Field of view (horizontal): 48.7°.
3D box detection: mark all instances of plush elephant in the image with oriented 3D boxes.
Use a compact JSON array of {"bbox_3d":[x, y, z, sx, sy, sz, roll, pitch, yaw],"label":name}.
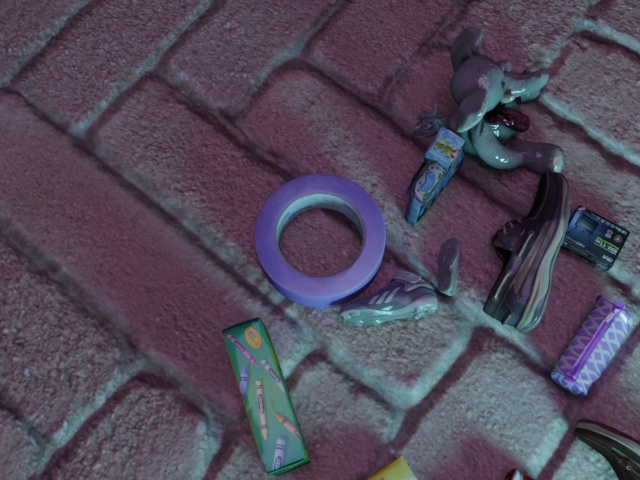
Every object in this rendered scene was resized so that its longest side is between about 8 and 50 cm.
[{"bbox_3d":[0.368,-0.303,1.507,0.329,0.255,0.272,0,71,3],"label":"plush elephant"}]

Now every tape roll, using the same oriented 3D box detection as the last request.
[{"bbox_3d":[0.000,0.000,1.508,0.274,0.090,0.275,-1,70,2],"label":"tape roll"}]

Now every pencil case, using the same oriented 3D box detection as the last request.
[{"bbox_3d":[0.545,0.212,1.413,0.086,0.088,0.206,33,77,15],"label":"pencil case"}]

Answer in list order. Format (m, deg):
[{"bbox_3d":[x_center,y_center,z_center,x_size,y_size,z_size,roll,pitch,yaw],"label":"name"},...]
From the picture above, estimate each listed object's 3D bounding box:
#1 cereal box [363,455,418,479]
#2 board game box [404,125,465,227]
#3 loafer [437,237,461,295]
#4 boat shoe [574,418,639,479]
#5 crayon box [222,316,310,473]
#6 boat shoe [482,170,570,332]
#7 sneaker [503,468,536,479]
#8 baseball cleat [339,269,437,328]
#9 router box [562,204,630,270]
[{"bbox_3d":[0.148,0.553,1.317,0.173,0.047,0.240,-28,71,-22],"label":"cereal box"},{"bbox_3d":[0.239,-0.146,1.492,0.060,0.194,0.194,34,75,13],"label":"board game box"},{"bbox_3d":[0.276,0.058,1.508,0.045,0.039,0.125,-3,64,37],"label":"loafer"},{"bbox_3d":[0.580,0.423,1.303,0.257,0.095,0.095,23,76,39],"label":"boat shoe"},{"bbox_3d":[-0.102,0.304,1.368,0.081,0.165,0.279,-19,71,-4],"label":"crayon box"},{"bbox_3d":[0.424,0.008,1.465,0.130,0.132,0.356,17,71,8],"label":"boat shoe"},{"bbox_3d":[0.374,0.550,1.307,0.128,0.087,0.221,23,75,11],"label":"sneaker"},{"bbox_3d":[0.138,0.121,1.481,0.205,0.072,0.110,-3,57,-4],"label":"baseball cleat"},{"bbox_3d":[0.583,-0.006,1.511,0.122,0.038,0.092,30,76,12],"label":"router box"}]
